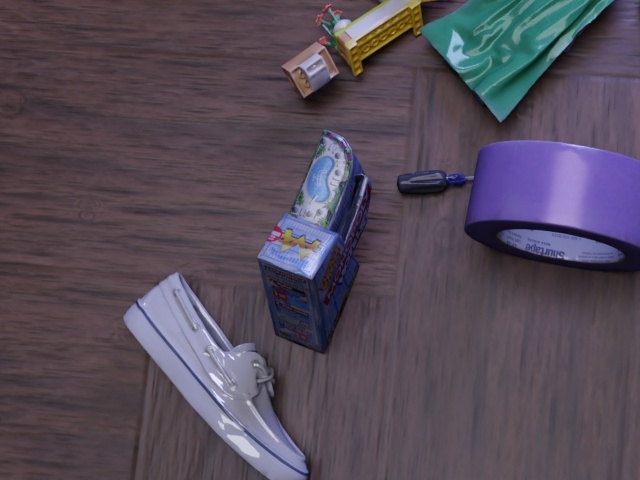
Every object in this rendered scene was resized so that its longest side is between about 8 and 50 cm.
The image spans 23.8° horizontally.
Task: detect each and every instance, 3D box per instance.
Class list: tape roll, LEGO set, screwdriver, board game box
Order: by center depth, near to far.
[{"bbox_3d":[0.238,-0.031,1.460,0.189,0.189,0.080,9,80,10],"label":"tape roll"},{"bbox_3d":[0.000,0.000,1.485,0.060,0.194,0.194,20,82,12],"label":"board game box"},{"bbox_3d":[0.164,-0.064,1.570,0.170,0.025,0.024,-3,77,-1],"label":"screwdriver"},{"bbox_3d":[0.057,-0.280,1.585,0.287,0.132,0.107,-53,57,19],"label":"LEGO set"}]

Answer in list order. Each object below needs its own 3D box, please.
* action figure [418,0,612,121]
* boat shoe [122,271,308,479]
[{"bbox_3d":[0.235,-0.240,1.569,0.232,0.063,0.137,-39,74,3],"label":"action figure"},{"bbox_3d":[-0.091,0.138,1.521,0.084,0.095,0.258,-44,77,2],"label":"boat shoe"}]
